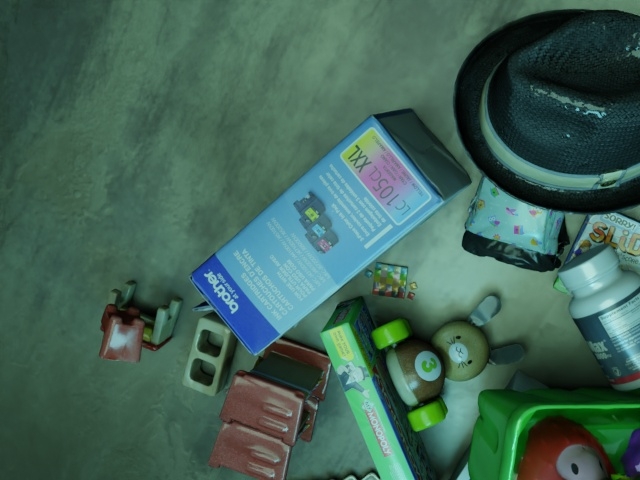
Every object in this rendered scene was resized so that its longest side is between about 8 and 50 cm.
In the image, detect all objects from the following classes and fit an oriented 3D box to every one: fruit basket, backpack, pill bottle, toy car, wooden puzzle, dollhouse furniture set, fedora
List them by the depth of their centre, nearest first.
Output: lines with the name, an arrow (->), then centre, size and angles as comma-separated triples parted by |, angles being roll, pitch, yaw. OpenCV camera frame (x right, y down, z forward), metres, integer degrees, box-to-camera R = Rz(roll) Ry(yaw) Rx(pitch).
fruit basket -> 0.393, 0.343, 1.259 | 0.392, 0.392, 0.283 | 10, 102, 13
fedora -> 0.340, -0.194, 1.273 | 0.334, 0.152, 0.334 | 0, 70, 0
pill bottle -> 0.398, 0.101, 1.358 | 0.108, 0.108, 0.180 | -30, 90, 18
backpack -> 0.281, -0.057, 1.397 | 0.152, 0.115, 0.182 | 16, 100, 15
toy car -> 0.192, 0.164, 1.455 | 0.188, 0.149, 0.155 | -25, 82, 7
wooden puzzle -> 0.105, 0.061, 1.521 | 0.083, 0.006, 0.049 | 8, 102, 14
dollhouse furniture set -> -0.185, 0.210, 1.526 | 0.374, 0.201, 0.152 | 19, 104, 11

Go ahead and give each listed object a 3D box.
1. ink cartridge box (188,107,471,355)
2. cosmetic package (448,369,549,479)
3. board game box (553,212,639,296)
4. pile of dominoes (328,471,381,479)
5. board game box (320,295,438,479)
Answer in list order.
ink cartridge box -> 0.000, 0.000, 1.401 | 0.395, 0.270, 0.151 | -42, 86, 18
cosmetic package -> 0.251, 0.314, 1.480 | 0.060, 0.099, 0.239 | 29, 107, 6
board game box -> 0.447, 0.047, 1.410 | 0.201, 0.035, 0.136 | 24, 105, 10
pile of dominoes -> 0.049, 0.465, 1.606 | 0.251, 0.040, 0.196 | -14, 95, 9
board game box -> 0.091, 0.249, 1.449 | 0.046, 0.213, 0.317 | -22, 94, 8
